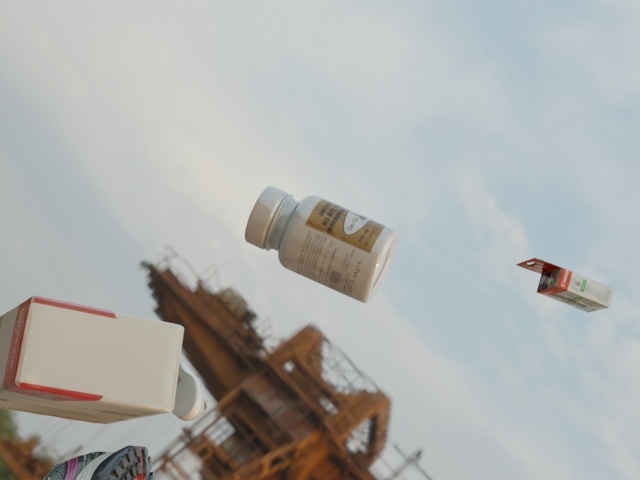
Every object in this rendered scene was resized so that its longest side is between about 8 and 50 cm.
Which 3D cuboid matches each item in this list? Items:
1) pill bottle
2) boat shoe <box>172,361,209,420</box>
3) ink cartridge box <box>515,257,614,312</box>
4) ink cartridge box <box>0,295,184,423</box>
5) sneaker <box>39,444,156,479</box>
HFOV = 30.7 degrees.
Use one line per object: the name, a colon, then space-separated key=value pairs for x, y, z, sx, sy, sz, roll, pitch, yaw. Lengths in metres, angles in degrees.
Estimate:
pill bottle: x=0.000 y=0.000 z=1.901 sx=0.229 sy=0.131 sz=0.131 roll=24 pitch=-28 yaw=10
boat shoe: x=-0.217 y=0.261 z=1.951 sx=0.063 sy=0.066 sz=0.184 roll=38 pitch=-4 yaw=-22
ink cartridge box: x=0.309 y=0.058 z=1.489 sx=0.115 sy=0.029 sz=0.063 roll=21 pitch=-14 yaw=-10
ink cartridge box: x=-0.318 y=0.162 z=1.499 sx=0.197 sy=0.114 sz=0.273 roll=14 pitch=-18 yaw=-24
sneaker: x=-0.274 y=0.308 z=1.198 sx=0.112 sy=0.299 sz=0.121 roll=-8 pitch=-82 yaw=18
